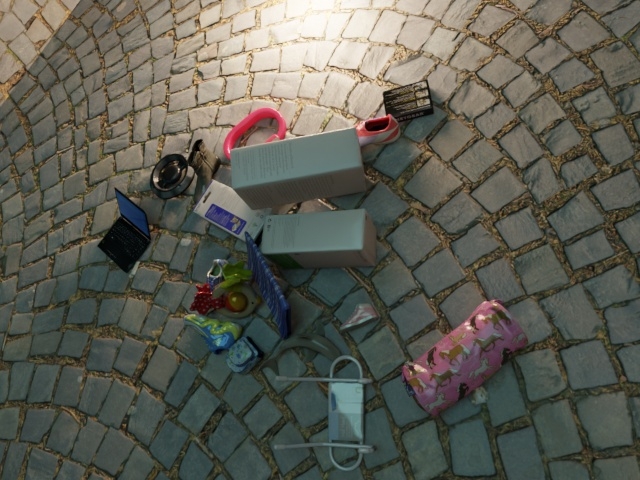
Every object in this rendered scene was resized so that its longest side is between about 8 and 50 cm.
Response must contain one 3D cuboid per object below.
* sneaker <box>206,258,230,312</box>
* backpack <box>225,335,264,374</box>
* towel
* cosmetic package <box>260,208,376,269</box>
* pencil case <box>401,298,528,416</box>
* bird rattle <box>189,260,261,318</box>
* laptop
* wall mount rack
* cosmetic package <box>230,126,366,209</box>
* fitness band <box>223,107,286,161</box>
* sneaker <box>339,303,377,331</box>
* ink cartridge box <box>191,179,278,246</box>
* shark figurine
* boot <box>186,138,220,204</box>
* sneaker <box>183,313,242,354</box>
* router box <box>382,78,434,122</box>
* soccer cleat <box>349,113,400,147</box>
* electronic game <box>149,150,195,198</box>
[{"bbox_3d":[-0.410,0.168,1.872,0.080,0.081,0.211,7,75,21],"label":"sneaker"},{"bbox_3d":[-0.276,0.407,1.731,0.114,0.084,0.105,-49,60,1],"label":"backpack"},{"bbox_3d":[-0.188,0.160,1.711,0.040,0.243,0.336,-23,60,-18],"label":"towel"},{"bbox_3d":[0.000,0.000,1.721,0.365,0.197,0.155,-2,69,21],"label":"cosmetic package"},{"bbox_3d":[0.421,0.345,1.458,0.386,0.167,0.160,-39,27,3],"label":"pencil case"},{"bbox_3d":[-0.332,0.208,1.769,0.253,0.207,0.143,-41,22,14],"label":"bird rattle"},{"bbox_3d":[-0.845,-0.043,2.083,0.234,0.136,0.264,34,84,28],"label":"laptop"},{"bbox_3d":[0.020,0.535,1.531,0.303,0.130,0.350,-4,75,15],"label":"wall mount rack"},{"bbox_3d":[-0.073,-0.252,1.779,0.452,0.230,0.162,-8,73,7],"label":"cosmetic package"},{"bbox_3d":[-0.276,-0.434,2.071,0.290,0.054,0.209,-39,60,2],"label":"fitness band"},{"bbox_3d":[0.120,0.256,1.661,0.134,0.051,0.070,-24,62,7],"label":"sneaker"},{"bbox_3d":[-0.344,-0.110,1.964,0.332,0.065,0.165,28,82,25],"label":"ink cartridge box"},{"bbox_3d":[-0.081,0.354,1.665,0.278,0.116,0.166,-15,64,12],"label":"shark figurine"},{"bbox_3d":[-0.505,-0.281,2.032,0.083,0.161,0.247,5,72,22],"label":"boot"},{"bbox_3d":[-0.409,0.345,1.800,0.240,0.091,0.126,5,73,21],"label":"sneaker"},{"bbox_3d":[0.333,-0.528,1.880,0.178,0.046,0.133,-11,67,17],"label":"router box"},{"bbox_3d":[0.139,-0.398,1.863,0.318,0.116,0.109,-13,66,15],"label":"soccer cleat"},{"bbox_3d":[-0.647,-0.287,2.151,0.229,0.048,0.230,-8,67,18],"label":"electronic game"}]
